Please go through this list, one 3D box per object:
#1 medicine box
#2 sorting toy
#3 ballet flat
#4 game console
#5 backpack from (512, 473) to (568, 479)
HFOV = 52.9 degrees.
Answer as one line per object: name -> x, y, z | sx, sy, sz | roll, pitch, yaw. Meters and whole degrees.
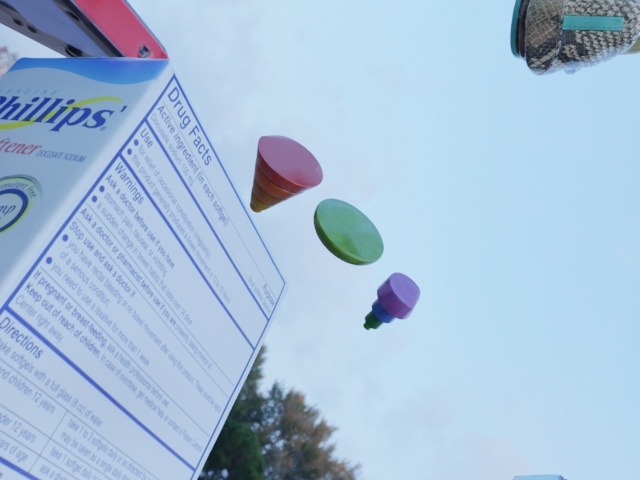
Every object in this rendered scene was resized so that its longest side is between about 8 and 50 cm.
medicine box -> -0.175, 0.060, 0.470 | 0.149, 0.289, 0.263 | 9, -35, 25
sorting toy -> 0.000, 0.000, 1.029 | 0.365, 0.127, 0.126 | 50, -56, 12
ballet flat -> 0.390, -0.304, 0.888 | 0.182, 0.483, 0.164 | 10, -66, 22
game console -> -0.360, -0.301, 0.677 | 0.342, 0.060, 0.386 | 24, -10, 18
backpack -> 0.182, 0.259, 0.546 | 0.114, 0.084, 0.105 | 33, 48, -70
